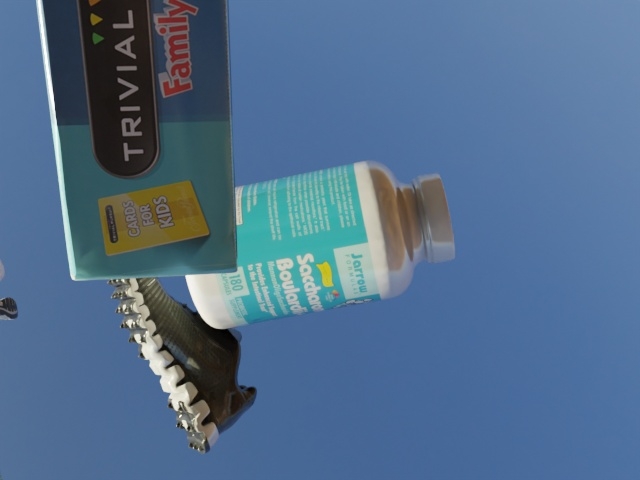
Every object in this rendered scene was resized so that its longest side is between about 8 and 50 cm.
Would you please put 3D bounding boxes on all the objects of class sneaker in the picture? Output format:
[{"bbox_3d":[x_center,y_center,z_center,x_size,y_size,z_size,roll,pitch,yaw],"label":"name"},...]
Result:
[{"bbox_3d":[-0.144,0.107,0.811,0.106,0.078,0.234,-30,-81,-28],"label":"sneaker"},{"bbox_3d":[-0.567,0.122,1.286,0.044,0.109,0.040,-15,-98,11],"label":"sneaker"}]

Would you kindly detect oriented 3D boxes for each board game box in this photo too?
[{"bbox_3d":[-0.101,-0.158,0.444,0.079,0.253,0.336,-3,-160,-8],"label":"board game box"}]

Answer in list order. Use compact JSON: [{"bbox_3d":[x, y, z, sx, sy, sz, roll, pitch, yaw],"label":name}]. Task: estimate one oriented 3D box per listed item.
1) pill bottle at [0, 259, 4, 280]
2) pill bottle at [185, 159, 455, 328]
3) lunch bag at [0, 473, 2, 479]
[{"bbox_3d":[-0.634,0.095,1.184,0.246,0.136,0.136,-36,-101,6],"label":"pill bottle"},{"bbox_3d":[0.000,0.000,0.770,0.264,0.146,0.146,-11,-115,6],"label":"pill bottle"},{"bbox_3d":[-0.559,0.437,0.978,0.263,0.223,0.160,-20,-84,-8],"label":"lunch bag"}]
